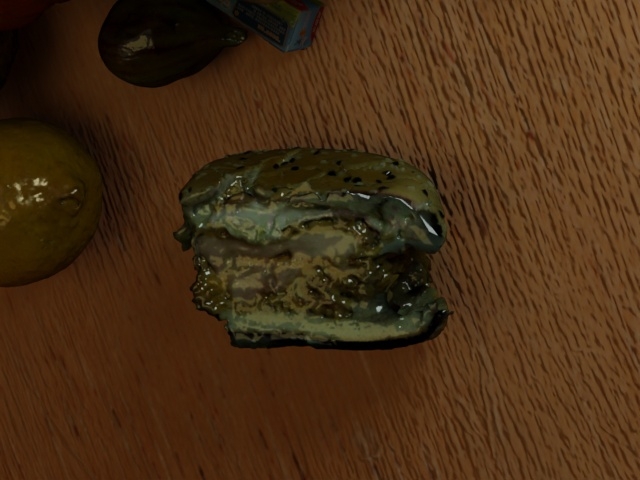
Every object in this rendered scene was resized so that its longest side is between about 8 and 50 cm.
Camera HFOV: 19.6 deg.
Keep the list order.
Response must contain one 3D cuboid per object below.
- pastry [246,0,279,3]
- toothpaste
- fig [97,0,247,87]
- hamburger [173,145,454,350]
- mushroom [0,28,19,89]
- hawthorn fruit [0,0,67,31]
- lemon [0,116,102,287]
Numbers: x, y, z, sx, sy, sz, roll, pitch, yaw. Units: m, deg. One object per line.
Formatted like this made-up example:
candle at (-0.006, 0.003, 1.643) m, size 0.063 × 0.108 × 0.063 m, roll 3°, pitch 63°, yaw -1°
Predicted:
pastry at (-0.043, -0.405, 1.610) m, size 0.312 × 0.388 × 0.389 m, roll -16°, pitch 95°, yaw -2°
toothpaste at (-0.082, -0.267, 1.866) m, size 0.193 × 0.044 × 0.070 m, roll 35°, pitch 123°, yaw 24°
fig at (-0.149, -0.207, 1.903) m, size 0.154 × 0.103 × 0.109 m, roll 10°, pitch 87°, yaw 21°
hamburger at (0.000, 0.000, 1.807) m, size 0.288 × 0.192 × 0.168 m, roll 1°, pitch 112°, yaw 15°
mushroom at (-0.435, -0.206, 2.053) m, size 0.253 × 0.153 × 0.253 m, roll -32°, pitch 39°, yaw 30°
hawthorn fruit at (-0.315, -0.377, 1.876) m, size 0.276 × 0.276 × 0.307 m, roll -18°, pitch 95°, yaw 40°
lemon at (-0.344, -0.041, 2.044) m, size 0.256 × 0.188 × 0.188 m, roll -10°, pitch 97°, yaw 41°
